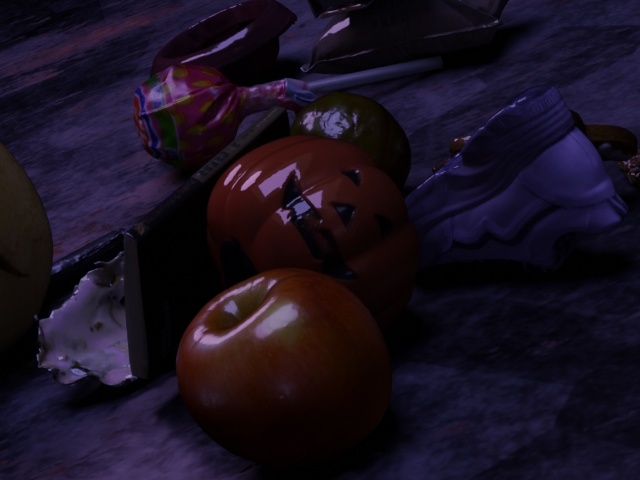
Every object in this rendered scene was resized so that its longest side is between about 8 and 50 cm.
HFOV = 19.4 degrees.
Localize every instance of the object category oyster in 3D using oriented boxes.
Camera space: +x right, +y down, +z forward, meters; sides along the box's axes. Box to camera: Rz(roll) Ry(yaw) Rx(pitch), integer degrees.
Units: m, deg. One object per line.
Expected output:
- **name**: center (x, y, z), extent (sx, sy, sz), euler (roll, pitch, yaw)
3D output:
- **oyster**: center (-0.172, 0.072, 1.712), extent (0.133, 0.072, 0.209), euler (22, 51, 15)

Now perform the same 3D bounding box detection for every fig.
- **fig**: center (0.018, -0.046, 1.792), extent (0.124, 0.124, 0.236), euler (-12, 37, 21)

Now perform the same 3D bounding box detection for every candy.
- **candy**: center (-0.035, -0.169, 2.166), extent (0.365, 0.124, 0.124), euler (-11, 20, -7)

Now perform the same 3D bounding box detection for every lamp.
- **lamp**: center (0.000, 0.000, 1.569), extent (0.164, 0.187, 0.188), euler (-30, 23, -25)

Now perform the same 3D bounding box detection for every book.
- **book**: center (-0.095, 0.001, 1.636), extent (0.024, 0.160, 0.228), euler (22, 43, 25)

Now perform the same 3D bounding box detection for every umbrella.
- **umbrella**: center (-0.254, 0.026, 1.951), extent (0.133, 0.031, 0.036), euler (-31, 25, -27)

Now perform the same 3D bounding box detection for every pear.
- **pear**: center (-0.417, -0.003, 1.813), extent (0.309, 0.309, 0.309), euler (-18, 21, 7)

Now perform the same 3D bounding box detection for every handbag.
- **handbag**: center (0.120, -0.276, 2.234), extent (0.270, 0.117, 0.182), euler (-10, 36, 33)

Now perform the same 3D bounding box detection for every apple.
- **apple**: center (-0.024, 0.099, 1.422), extent (0.163, 0.139, 0.163), euler (-29, 24, 14)

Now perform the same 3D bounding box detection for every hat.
- **hat**: center (-0.117, -0.232, 2.383), extent (0.205, 0.089, 0.205), euler (-22, 20, 9)

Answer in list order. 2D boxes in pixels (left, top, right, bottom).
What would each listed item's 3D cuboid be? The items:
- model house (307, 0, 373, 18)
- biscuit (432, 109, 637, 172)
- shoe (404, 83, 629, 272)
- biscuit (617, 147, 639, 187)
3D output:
- **model house**: center (0.043, -0.366, 2.212), extent (0.219, 0.207, 0.136), euler (-52, -6, -44)
- **biscuit**: center (0.182, -0.070, 1.692), extent (0.138, 0.031, 0.205), euler (14, -20, -36)
- **shoe**: center (0.155, -0.021, 1.598), extent (0.095, 0.137, 0.245), euler (-32, -9, -44)
- **biscuit**: center (0.349, -0.058, 1.617), extent (0.131, 0.025, 0.231), euler (-23, 21, -4)
